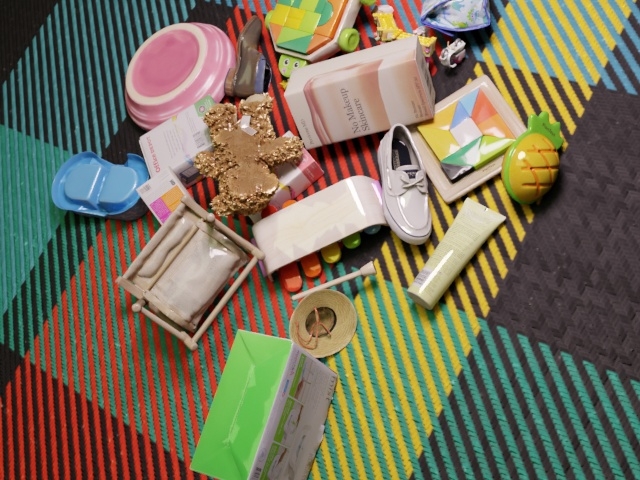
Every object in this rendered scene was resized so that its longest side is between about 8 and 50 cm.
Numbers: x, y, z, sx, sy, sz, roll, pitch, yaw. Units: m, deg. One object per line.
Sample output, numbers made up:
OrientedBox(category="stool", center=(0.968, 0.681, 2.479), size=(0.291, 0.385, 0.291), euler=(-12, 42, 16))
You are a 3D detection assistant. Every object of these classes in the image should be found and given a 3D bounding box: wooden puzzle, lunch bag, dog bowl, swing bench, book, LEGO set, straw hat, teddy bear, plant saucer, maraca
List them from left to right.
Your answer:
OrientedBox(category="dog bowl", center=(-0.537, -0.131, 1.922), size=(0.297, 0.074, 0.166), euler=(6, 69, 25))
OrientedBox(category="book", center=(-0.352, -0.087, 1.794), size=(0.096, 0.035, 0.144), euler=(-33, 98, 10))
OrientedBox(category="plant saucer", center=(-0.380, -0.436, 1.981), size=(0.332, 0.084, 0.332), euler=(-12, 61, 23))
OrientedBox(category="swing bench", center=(-0.287, 0.061, 1.654), size=(0.253, 0.165, 0.254), euler=(-52, 25, -5))
OrientedBox(category="teddy bear", center=(-0.165, -0.189, 1.692), size=(0.245, 0.113, 0.338), euler=(-25, 57, -10))
OrientedBox(category="straw hat", center=(-0.003, 0.163, 1.551), size=(0.144, 0.144, 0.061), euler=(-53, 16, -6))
OrientedBox(category="LEGO set", center=(0.187, -0.442, 1.754), size=(0.132, 0.107, 0.287), euler=(-26, 46, -31))
OrientedBox(category="lunch bag", center=(0.298, -0.514, 1.693), size=(0.151, 0.096, 0.129), euler=(-5, 30, 14))
OrientedBox(category="wooden puzzle", center=(0.305, -0.221, 1.608), size=(0.220, 0.044, 0.239), euler=(-32, 58, 8))
OrientedBox(category="maraca", center=(0.415, -0.160, 1.487), size=(0.099, 0.127, 0.186), euler=(13, 75, 55))

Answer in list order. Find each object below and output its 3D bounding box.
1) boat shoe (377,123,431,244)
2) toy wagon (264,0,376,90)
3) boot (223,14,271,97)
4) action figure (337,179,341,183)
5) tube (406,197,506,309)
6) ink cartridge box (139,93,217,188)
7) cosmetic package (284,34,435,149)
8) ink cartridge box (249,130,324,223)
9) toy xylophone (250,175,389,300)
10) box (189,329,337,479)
OrientedBox(category="boat shoe", center=(0.179, -0.122, 1.578), size=(0.096, 0.088, 0.268), euler=(1, 58, -10))
OrientedBox(category="toy wagon", center=(-0.019, -0.522, 1.828), size=(0.267, 0.068, 0.345), euler=(25, 93, 35))
OrientedBox(category="boot", center=(-0.157, -0.453, 1.911), size=(0.106, 0.082, 0.219), euler=(15, 83, 18))
OrientedBox(category="action figure", center=(0.046, -0.109, 1.681), size=(0.115, 0.030, 0.038), euler=(-18, 66, 18))
OrientedBox(category="tube", center=(0.263, 0.027, 1.508), size=(0.070, 0.062, 0.240), euler=(39, 78, -11))
OrientedBox(category="ink cartridge box", center=(-0.318, -0.229, 1.860), size=(0.212, 0.093, 0.154), euler=(-29, 58, 7))
OrientedBox(category="cosmetic package", center=(0.089, -0.320, 1.669), size=(0.296, 0.153, 0.129), euler=(-12, 34, 20))
OrientedBox(category="ink cartridge box", center=(-0.106, -0.139, 1.738), size=(0.198, 0.067, 0.115), euler=(-40, 58, 2))
OrientedBox(category="toy xylophone", center=(0.000, 0.000, 1.614), size=(0.322, 0.081, 0.236), euler=(-17, 73, 14))
OrientedBox(category="box", center=(-0.091, 0.329, 1.414), size=(0.126, 0.231, 0.262), euler=(9, 71, 27))
